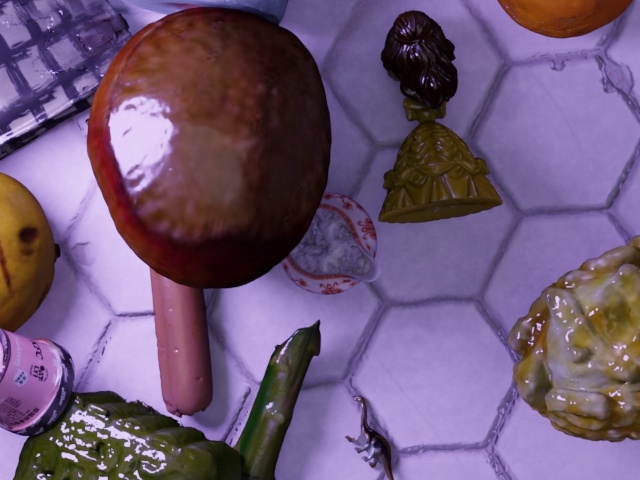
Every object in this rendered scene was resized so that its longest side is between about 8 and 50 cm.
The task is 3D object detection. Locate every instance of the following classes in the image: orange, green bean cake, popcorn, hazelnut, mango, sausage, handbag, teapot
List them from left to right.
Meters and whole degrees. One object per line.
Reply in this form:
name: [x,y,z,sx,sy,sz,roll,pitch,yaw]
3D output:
mango: [-0.620,0.064,1.903,0.445,0.220,0.301,-29,114,-1]
handbag: [-0.476,-0.325,1.932,0.327,0.162,0.325,-28,94,-5]
green bean cake: [-0.323,0.412,1.887,0.335,0.218,0.319,17,89,14]
sausage: [-0.223,0.138,1.964,0.086,0.086,0.289,-6,90,2]
hazelnut: [-0.168,-0.130,1.798,0.353,0.421,0.420,-18,91,-30]
teapot: [0.000,0.000,1.938,0.246,0.116,0.159,21,103,19]
orange: [0.373,-0.425,1.859,0.240,0.240,0.240,0,91,2]
popcorn: [0.456,0.160,1.842,0.336,0.279,0.274,-24,132,19]

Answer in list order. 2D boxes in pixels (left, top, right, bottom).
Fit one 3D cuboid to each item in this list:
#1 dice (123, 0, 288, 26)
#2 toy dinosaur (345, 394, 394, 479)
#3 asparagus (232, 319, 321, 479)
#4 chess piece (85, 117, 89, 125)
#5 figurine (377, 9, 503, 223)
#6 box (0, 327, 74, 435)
dice: [-0.170,-0.476,1.857,0.268,0.264,0.262,9,91,3]
toy dinosaur: [0.083,0.341,1.981,0.058,0.037,0.180,-28,89,7]
asparagus: [-0.077,0.278,1.959,0.082,0.085,0.343,12,98,-41]
chess piece: [-0.312,-0.131,1.975,0.060,0.060,0.172,-30,91,3]
figurine: [0.168,-0.198,1.926,0.187,0.168,0.315,-12,79,30]
box: [-0.471,0.203,1.842,0.151,0.135,0.151,-18,55,29]
